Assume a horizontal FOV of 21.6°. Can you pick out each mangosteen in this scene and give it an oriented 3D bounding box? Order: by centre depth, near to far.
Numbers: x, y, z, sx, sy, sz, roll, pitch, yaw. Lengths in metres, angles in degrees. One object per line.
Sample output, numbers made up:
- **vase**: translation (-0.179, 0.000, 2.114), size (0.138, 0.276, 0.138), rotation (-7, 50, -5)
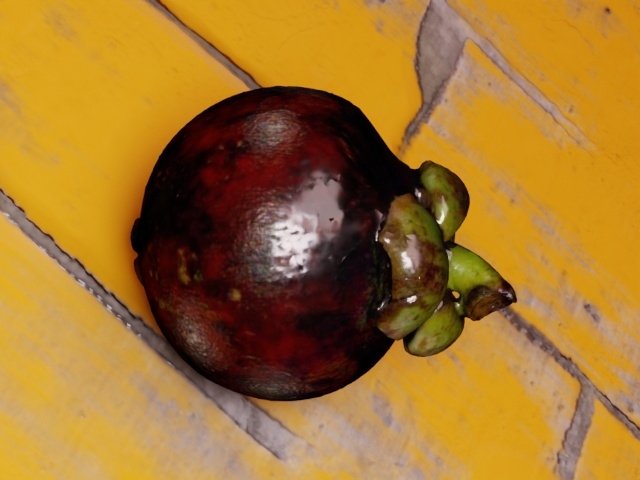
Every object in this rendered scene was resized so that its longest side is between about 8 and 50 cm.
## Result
- **mangosteen**: translation (-0.017, 0.006, 1.509), size (0.311, 0.311, 0.311), rotation (20, 53, -30)
